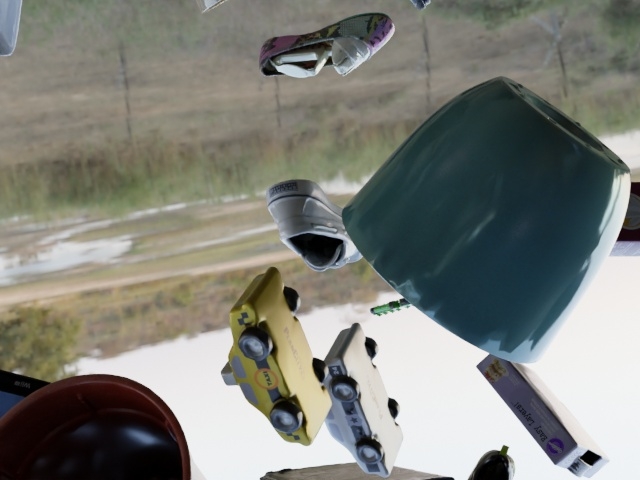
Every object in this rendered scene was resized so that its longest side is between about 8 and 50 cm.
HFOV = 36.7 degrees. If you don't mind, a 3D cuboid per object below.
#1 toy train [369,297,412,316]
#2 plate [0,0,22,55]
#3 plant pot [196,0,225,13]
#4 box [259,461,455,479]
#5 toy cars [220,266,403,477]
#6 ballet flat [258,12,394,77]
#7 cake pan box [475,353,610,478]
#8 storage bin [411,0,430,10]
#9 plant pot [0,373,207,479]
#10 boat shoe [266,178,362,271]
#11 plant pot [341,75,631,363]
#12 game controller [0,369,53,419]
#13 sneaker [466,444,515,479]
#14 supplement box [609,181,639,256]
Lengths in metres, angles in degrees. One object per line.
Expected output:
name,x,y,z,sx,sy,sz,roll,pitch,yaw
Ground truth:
toy train,0.106,0.096,1.411,0.083,0.017,0.024,-20,163,40
plate,-0.536,-0.387,1.290,0.277,0.045,0.278,3,132,-26
plant pot,-0.114,-0.477,1.240,0.257,0.274,0.256,-29,-166,8
box,0.083,0.735,2.048,0.298,0.479,0.472,-3,173,-17
toy cars,-0.013,0.167,1.135,0.087,0.176,0.394,-10,154,26
ballet flat,0.006,-0.283,1.462,0.222,0.079,0.077,-7,144,23
cake pan box,0.452,0.351,1.937,0.070,0.267,0.246,-45,147,11
storage bin,0.173,-0.485,1.681,0.091,0.135,0.098,-39,-173,3
plant pot,-0.239,0.336,1.149,0.273,0.272,0.265,-12,147,8
boat shoe,0.000,0.000,1.288,0.095,0.084,0.258,-17,158,22
plant pot,0.209,-0.043,1.110,0.235,0.293,0.293,-55,158,20
game controller,-0.544,0.267,1.467,0.319,0.166,0.067,13,161,8
sneaker,0.255,0.446,1.597,0.084,0.234,0.097,20,167,14
supplement box,0.447,-0.033,1.547,0.188,0.104,0.081,0,161,-4
